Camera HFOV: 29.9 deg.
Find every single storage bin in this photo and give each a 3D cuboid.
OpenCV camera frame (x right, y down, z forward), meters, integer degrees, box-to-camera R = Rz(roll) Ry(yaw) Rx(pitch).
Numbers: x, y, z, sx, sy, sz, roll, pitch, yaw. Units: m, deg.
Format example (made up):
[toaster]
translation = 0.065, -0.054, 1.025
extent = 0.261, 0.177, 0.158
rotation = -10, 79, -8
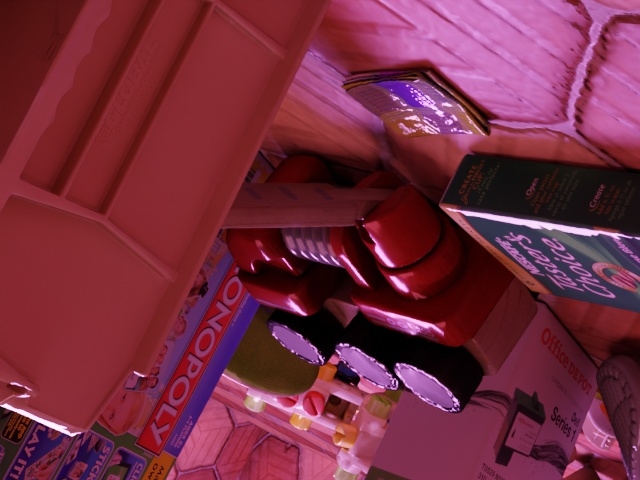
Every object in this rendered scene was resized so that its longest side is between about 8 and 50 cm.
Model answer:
[storage bin]
translation = -0.161, -0.078, 0.569
extent = 0.262, 0.260, 0.123
rotation = 17, 167, 39

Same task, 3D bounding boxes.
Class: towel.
[towel]
translation = 0.053, -0.076, 0.678
extent = 0.060, 0.009, 0.083
rotation = 36, 165, -29

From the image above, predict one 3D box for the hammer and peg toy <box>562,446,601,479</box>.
[hammer and peg toy]
translation = 0.322, 0.349, 1.386
extent = 0.361, 0.127, 0.266
rotation = 63, 169, -4

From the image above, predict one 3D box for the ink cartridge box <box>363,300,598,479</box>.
[ink cartridge box]
translation = 0.132, 0.164, 0.977
extent = 0.093, 0.219, 0.160
rotation = 14, 162, 37

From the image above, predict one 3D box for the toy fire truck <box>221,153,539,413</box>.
[toy fire truck]
translation = 0.000, 0.000, 0.818
extent = 0.217, 0.158, 0.246
rotation = 14, 149, 48

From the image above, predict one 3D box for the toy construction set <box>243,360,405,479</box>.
[toy construction set]
translation = -0.013, 0.202, 1.559
extent = 0.328, 0.151, 0.215
rotation = 38, -170, -7

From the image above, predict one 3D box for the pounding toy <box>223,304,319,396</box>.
[pounding toy]
translation = -0.067, 0.049, 1.259
extent = 0.183, 0.110, 0.237
rotation = 23, -160, -30

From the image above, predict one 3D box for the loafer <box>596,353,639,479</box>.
[loafer]
translation = 0.284, 0.157, 0.968
extent = 0.087, 0.094, 0.251
rotation = -20, 145, 9

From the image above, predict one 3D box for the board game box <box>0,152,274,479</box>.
[board game box]
translation = -0.136, 0.060, 0.902
extent = 0.046, 0.317, 0.213
rotation = 19, 165, 31

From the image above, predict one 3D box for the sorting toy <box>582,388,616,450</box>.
[sorting toy]
translation = 0.242, 0.148, 1.085
extent = 0.075, 0.045, 0.083
rotation = 32, 169, 17

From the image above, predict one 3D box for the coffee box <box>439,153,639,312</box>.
[coffee box]
translation = 0.168, 0.003, 0.674
extent = 0.184, 0.040, 0.113
rotation = 13, 160, 49
